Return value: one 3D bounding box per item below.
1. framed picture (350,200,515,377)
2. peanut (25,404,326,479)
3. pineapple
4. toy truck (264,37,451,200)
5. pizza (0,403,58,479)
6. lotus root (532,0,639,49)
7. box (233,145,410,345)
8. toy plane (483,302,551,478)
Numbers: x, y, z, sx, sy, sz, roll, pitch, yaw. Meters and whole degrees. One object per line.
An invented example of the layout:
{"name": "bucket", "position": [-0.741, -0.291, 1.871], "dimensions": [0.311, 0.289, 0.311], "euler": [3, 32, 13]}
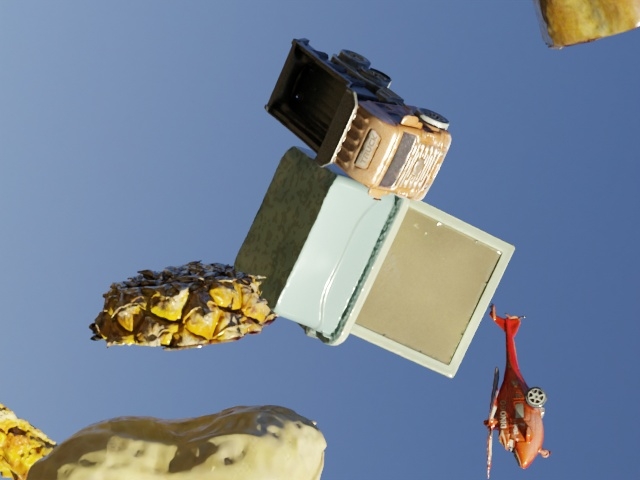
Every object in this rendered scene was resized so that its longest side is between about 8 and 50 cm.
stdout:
{"name": "framed picture", "position": [0.123, 0.052, 2.072], "dimensions": [0.231, 0.293, 0.018], "euler": [-64, -164, 1]}
{"name": "peanut", "position": [-0.150, 0.248, 1.432], "dimensions": [0.149, 0.313, 0.149], "euler": [180, -90, -83]}
{"name": "pineapple", "position": [-0.153, 0.068, 1.508], "dimensions": [0.225, 0.224, 0.076], "euler": [15, -68, 61]}
{"name": "toy truck", "position": [0.028, -0.113, 1.252], "dimensions": [0.192, 0.092, 0.083], "euler": [43, -64, 41]}
{"name": "pizza", "position": [-0.400, 0.341, 1.997], "dimensions": [0.226, 0.335, 0.086], "euler": [20, -115, 33]}
{"name": "lotus root", "position": [0.346, -0.354, 1.700], "dimensions": [0.199, 0.188, 0.180], "euler": [-9, -66, 49]}
{"name": "box", "position": [0.000, 0.000, 1.684], "dimensions": [0.162, 0.130, 0.227], "euler": [39, -73, 54]}
{"name": "toy plane", "position": [0.232, 0.179, 1.644], "dimensions": [0.126, 0.077, 0.194], "euler": [83, 7, -46]}
